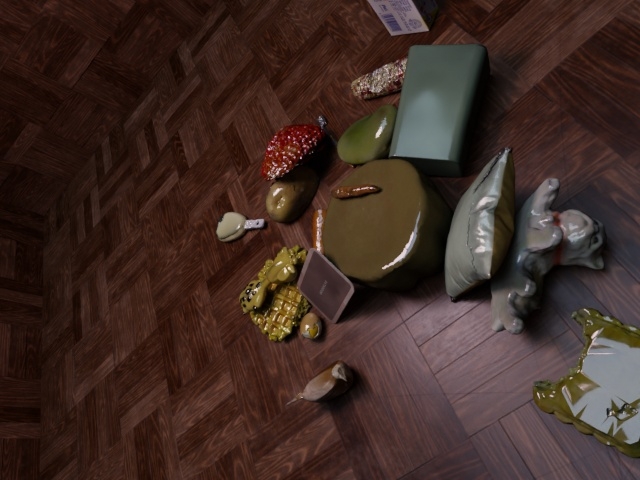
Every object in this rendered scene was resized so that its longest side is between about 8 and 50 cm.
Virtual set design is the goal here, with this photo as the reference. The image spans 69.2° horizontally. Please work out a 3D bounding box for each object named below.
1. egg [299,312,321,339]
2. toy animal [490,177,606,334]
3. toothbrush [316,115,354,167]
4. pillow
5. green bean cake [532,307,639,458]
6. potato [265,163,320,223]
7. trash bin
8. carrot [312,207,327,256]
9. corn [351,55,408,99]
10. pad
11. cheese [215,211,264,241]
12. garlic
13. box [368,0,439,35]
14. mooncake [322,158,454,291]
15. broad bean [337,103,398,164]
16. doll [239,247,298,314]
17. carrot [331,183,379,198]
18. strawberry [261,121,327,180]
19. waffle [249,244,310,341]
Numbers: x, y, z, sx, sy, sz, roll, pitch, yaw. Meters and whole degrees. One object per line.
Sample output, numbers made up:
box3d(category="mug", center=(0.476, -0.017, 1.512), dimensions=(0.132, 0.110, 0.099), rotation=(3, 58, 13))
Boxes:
box3d(category="egg", center=(-0.029, 0.267, 1.451), dimensions=(0.071, 0.071, 0.083), rotation=(-7, 62, 38))
box3d(category="toy animal", center=(0.505, 0.069, 1.034), dimensions=(0.266, 0.188, 0.307), rotation=(130, 154, -55))
box3d(category="toothbrush", center=(0.053, -0.361, 1.689), dimensions=(0.031, 0.023, 0.321), rotation=(-48, 48, 25))
box3d(category="pillow", center=(0.379, -0.023, 1.114), dimensions=(0.119, 0.310, 0.312), rotation=(14, 76, 3))
box3d(category="green bean cake", center=(0.564, 0.271, 0.912), dimensions=(0.233, 0.124, 0.236), rotation=(26, 90, 44))
box3d(category="potato", center=(-0.104, -0.168, 1.660), dimensions=(0.098, 0.138, 0.243), rotation=(35, 98, 39))
box3d(category="trash bin", center=(0.336, -0.372, 1.336), dimensions=(0.223, 0.158, 0.343), rotation=(11, 80, 26))
box3d(category="carrot", center=(0.000, 0.000, 1.546), dimensions=(0.072, 0.072, 0.204), rotation=(-5, 71, 39))
box3d(category="corn", center=(0.225, -0.548, 1.574), dimensions=(0.290, 0.098, 0.098), rotation=(-6, 68, 37))
box3d(category="pad", center=(0.008, 0.139, 1.363), dimensions=(0.176, 0.266, 0.002), rotation=(43, 58, 15))
box3d(category="cheese", center=(-0.314, -0.059, 1.846), dimensions=(0.252, 0.054, 0.127), rotation=(-3, 69, 39))
box3d(category="garlic", center=(0.005, 0.412, 1.318), dimensions=(0.198, 0.129, 0.090), rotation=(-33, 69, 21))
box3d(category="box", center=(0.260, -0.817, 1.547), dimensions=(0.168, 0.265, 0.097), rotation=(14, 78, 43))
box3d(category="mooncake", center=(0.190, -0.034, 1.321), dimensions=(0.379, 0.201, 0.378), rotation=(-22, 57, 37))
box3d(category="broad bean", center=(0.167, -0.336, 1.530), dimensions=(0.263, 0.121, 0.189), rotation=(-18, 55, 46))
box3d(category="doll", center=(-0.172, 0.137, 1.539), dimensions=(0.291, 0.086, 0.117), rotation=(-44, 52, 22))
box3d(category="carrot", center=(0.094, -0.138, 1.294), dimensions=(0.165, 0.036, 0.035), rotation=(0, 71, 44))
box3d(category="strawberry", center=(-0.109, -0.329, 1.637), dimensions=(0.234, 0.137, 0.306), rotation=(-18, 21, 25))
box3d(category="waffle", center=(-0.126, 0.174, 1.582), dimensions=(0.312, 0.060, 0.307), rotation=(-44, 50, 19))
